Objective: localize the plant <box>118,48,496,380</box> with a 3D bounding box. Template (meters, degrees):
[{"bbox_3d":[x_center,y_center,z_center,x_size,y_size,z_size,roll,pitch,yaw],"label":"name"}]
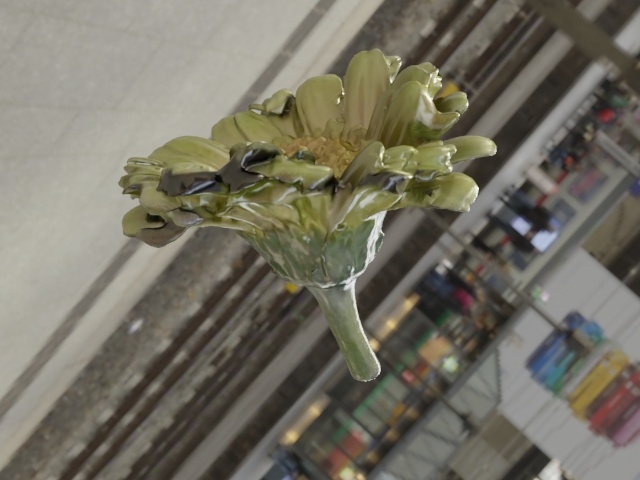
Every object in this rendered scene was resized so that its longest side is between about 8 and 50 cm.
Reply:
[{"bbox_3d":[-0.033,-0.019,0.925,0.261,0.306,0.297,2,109,-34],"label":"plant"}]
